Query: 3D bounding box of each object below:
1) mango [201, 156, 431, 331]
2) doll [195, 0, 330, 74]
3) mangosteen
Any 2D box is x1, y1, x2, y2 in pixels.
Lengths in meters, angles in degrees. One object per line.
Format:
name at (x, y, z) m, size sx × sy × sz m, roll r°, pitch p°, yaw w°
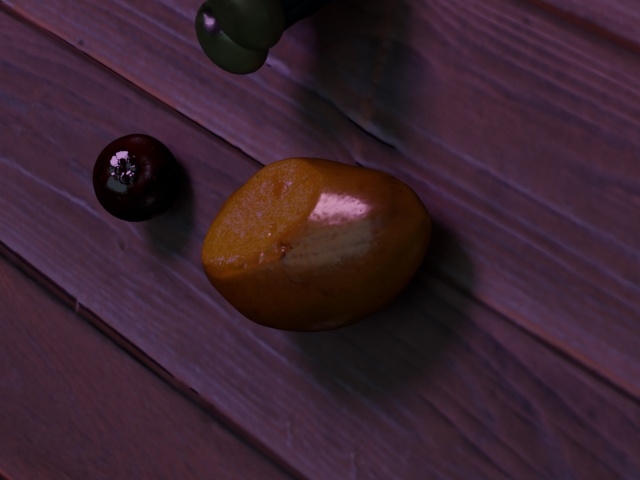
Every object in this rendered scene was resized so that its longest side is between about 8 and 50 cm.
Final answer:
mango at (0.005, 0.002, 1.489) m, size 0.217 × 0.102 × 0.141 m, roll -14°, pitch 58°, yaw 42°
doll at (-0.074, -0.306, 1.497) m, size 0.322 × 0.186 × 0.198 m, roll 64°, pitch 164°, yaw 0°
mangosteen at (-0.165, -0.055, 1.674) m, size 0.081 × 0.081 × 0.081 m, roll 3°, pitch 94°, yaw 45°
